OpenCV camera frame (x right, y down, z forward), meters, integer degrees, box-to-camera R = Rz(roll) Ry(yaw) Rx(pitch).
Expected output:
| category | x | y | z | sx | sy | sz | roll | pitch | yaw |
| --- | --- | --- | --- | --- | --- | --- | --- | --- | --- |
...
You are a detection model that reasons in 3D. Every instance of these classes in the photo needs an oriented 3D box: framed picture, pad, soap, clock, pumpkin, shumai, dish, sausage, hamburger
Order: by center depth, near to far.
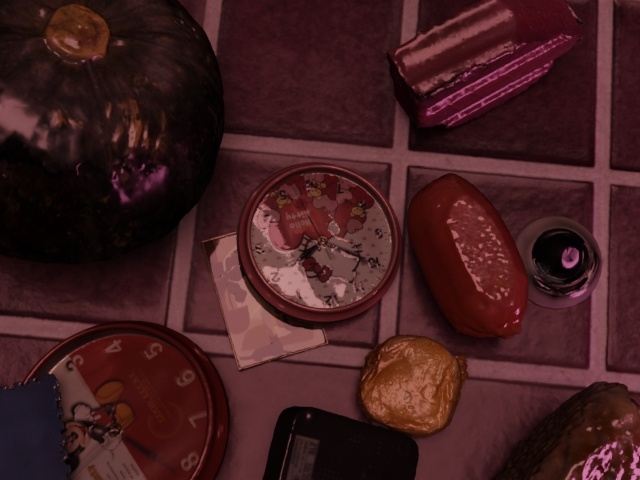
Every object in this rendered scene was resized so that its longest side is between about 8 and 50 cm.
| category | x | y | z | sx | sy | sz | roll | pitch | yaw |
| --- | --- | --- | --- | --- | --- | --- | --- | --- | --- |
| shumai | 0.367 | 0.351 | 1.325 | 0.262 | 0.267 | 0.314 | 36 | 119 | 5 |
| pad | -0.456 | 0.329 | 1.370 | 0.269 | 0.012 | 0.270 | -14 | 65 | 1 |
| pumpkin | -0.352 | -0.178 | 1.408 | 0.454 | 0.344 | 0.454 | 9 | 57 | -14 |
| clock | -0.278 | 0.260 | 1.423 | 0.318 | 0.080 | 0.318 | -4 | 67 | 8 |
| hamburger | 0.128 | 0.202 | 1.460 | 0.147 | 0.083 | 0.138 | 15 | 80 | 4 |
| sausage | 0.208 | 0.026 | 1.479 | 0.148 | 0.148 | 0.254 | -24 | 81 | -7 |
| dish | 0.348 | 0.023 | 1.510 | 0.141 | 0.078 | 0.141 | 0 | 77 | -1 |
| clock | 0.000 | 0.000 | 1.514 | 0.244 | 0.056 | 0.244 | 3 | 73 | -9 |
| framed picture | -0.082 | 0.075 | 1.521 | 0.136 | 0.010 | 0.201 | -16 | 77 | -5 |
| soap | 0.246 | -0.272 | 1.531 | 0.289 | 0.182 | 0.112 | -27 | 77 | -2 |

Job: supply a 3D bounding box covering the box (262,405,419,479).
| category | x | y | z | sx | sy | sz | roll | pitch | yaw |
| --- | --- | --- | --- | --- | --- | --- | --- | --- | --- |
| box | 0.005 | 0.409 | 1.374 | 0.211 | 0.058 | 0.350 | 20 | 74 | -25 |
